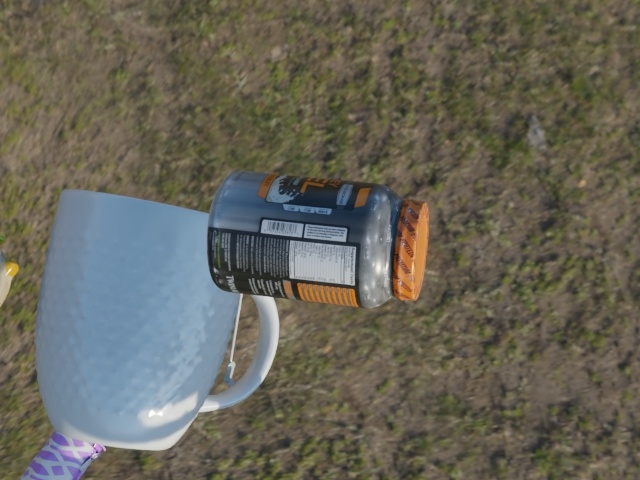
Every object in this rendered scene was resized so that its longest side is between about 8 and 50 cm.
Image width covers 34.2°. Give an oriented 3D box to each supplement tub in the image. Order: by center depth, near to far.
[{"bbox_3d":[0.000,0.000,0.963,0.191,0.117,0.117,6,69,12],"label":"supplement tub"}]

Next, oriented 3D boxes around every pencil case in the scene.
[{"bbox_3d":[-0.408,0.377,1.560,0.088,0.086,0.206,22,68,23],"label":"pencil case"}]

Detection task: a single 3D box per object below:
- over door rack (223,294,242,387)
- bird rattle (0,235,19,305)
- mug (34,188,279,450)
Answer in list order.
[{"bbox_3d":[-0.251,0.148,1.954,0.240,0.108,0.324,-9,106,-45],"label":"over door rack"},{"bbox_3d":[-0.620,0.061,1.726,0.207,0.143,0.253,29,70,18],"label":"bird rattle"},{"bbox_3d":[-0.222,0.126,1.493,0.374,0.276,0.328,14,85,-35],"label":"mug"}]
